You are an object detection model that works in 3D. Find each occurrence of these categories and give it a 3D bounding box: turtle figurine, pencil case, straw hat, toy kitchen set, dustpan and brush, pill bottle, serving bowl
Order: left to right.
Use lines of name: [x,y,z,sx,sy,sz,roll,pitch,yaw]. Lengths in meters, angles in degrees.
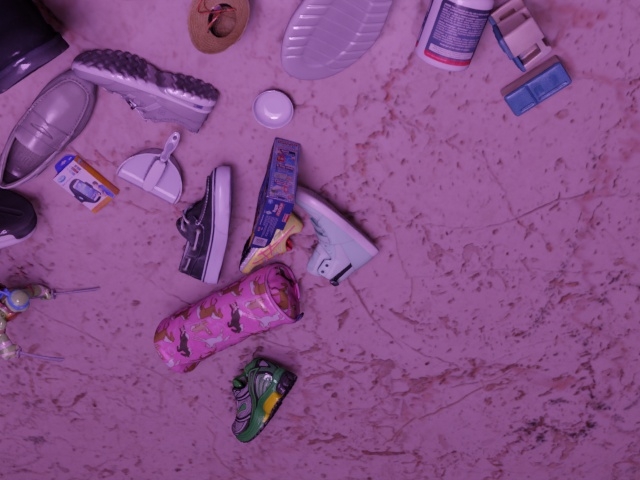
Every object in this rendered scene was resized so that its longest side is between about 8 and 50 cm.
turtle figurine: [-0.745,0.207,1.615,0.266,0.197,0.275,-14,159,38]
dustpan and brush: [-0.345,-0.165,1.401,0.147,0.060,0.211,28,124,-16]
straw hat: [-0.174,-0.402,1.205,0.145,0.144,0.061,-24,163,20]
pencil case: [-0.230,0.196,1.606,0.386,0.160,0.167,-27,115,21]
serving bowl: [-0.096,-0.272,1.325,0.083,0.027,0.083,2,127,3]
pill bottle: [0.245,-0.404,1.153,0.108,0.108,0.180,13,127,-6]
toy kitchen set: [0.365,-0.311,1.178,0.122,0.166,0.207,-32,118,24]

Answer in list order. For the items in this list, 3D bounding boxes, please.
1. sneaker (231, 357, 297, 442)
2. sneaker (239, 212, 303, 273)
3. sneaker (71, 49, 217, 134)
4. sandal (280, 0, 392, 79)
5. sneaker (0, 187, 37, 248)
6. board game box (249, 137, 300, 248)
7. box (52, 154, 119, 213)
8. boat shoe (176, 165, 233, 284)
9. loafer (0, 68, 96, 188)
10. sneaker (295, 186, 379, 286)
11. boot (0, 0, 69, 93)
sneaker: [-0.183,0.440,1.826,0.146,0.134,0.343,35,129,9]
sneaker: [-0.115,0.013,1.509,0.094,0.081,0.208,29,123,-20]
sneaker: [-0.353,-0.284,1.284,0.281,0.105,0.115,19,125,-11]
sandal: [0.050,-0.449,1.138,0.170,0.102,0.416,7,145,-23]
sneaker: [-0.821,0.022,1.538,0.448,0.169,0.257,-4,136,15]
board game box: [-0.092,-0.108,1.370,0.060,0.194,0.194,14,147,-10]
box: [-0.532,-0.130,1.461,0.081,0.028,0.136,-34,120,26]
boat shoe: [-0.266,-0.026,1.462,0.119,0.121,0.335,9,129,-9]
loafer: [-0.569,-0.220,1.343,0.112,0.111,0.319,35,122,-21]
sneaker: [0.000,0.000,1.460,0.151,0.094,0.256,-45,117,8]
boot: [-0.606,-0.465,1.024,0.146,0.367,0.445,-37,121,-8]
